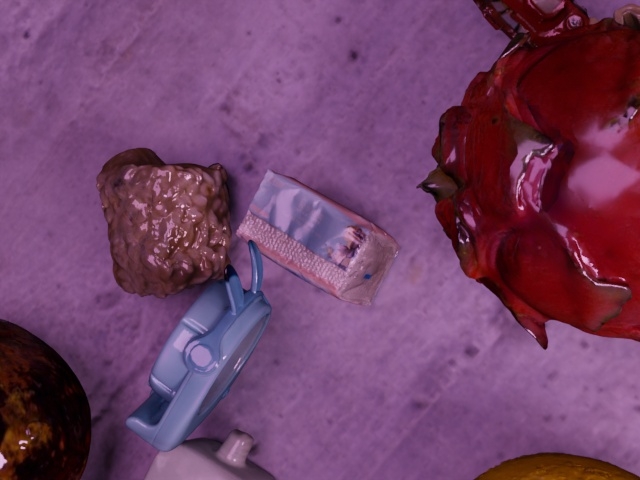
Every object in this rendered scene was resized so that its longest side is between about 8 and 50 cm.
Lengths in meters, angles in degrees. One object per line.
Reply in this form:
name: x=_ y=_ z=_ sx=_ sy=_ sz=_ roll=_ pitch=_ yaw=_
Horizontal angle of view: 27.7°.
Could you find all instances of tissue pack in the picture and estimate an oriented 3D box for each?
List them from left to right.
tissue pack: x=0.000 y=0.000 z=0.907 sx=0.094 sy=0.074 sz=0.059 roll=30 pitch=92 yaw=24

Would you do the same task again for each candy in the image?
candy: x=-0.114 y=-0.014 z=0.966 sx=0.095 sy=0.085 sz=0.110 roll=2 pitch=94 yaw=34

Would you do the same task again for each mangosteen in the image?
mangosteen: x=-0.267 y=0.163 z=0.959 sx=0.192 sy=0.192 sz=0.217 roll=24 pitch=116 yaw=27

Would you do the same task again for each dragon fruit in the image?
dragon fruit: x=0.189 y=-0.032 z=0.761 sx=0.274 sy=0.193 sz=0.192 roll=1 pitch=76 yaw=16

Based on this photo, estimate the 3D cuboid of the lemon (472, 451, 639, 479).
lemon: x=0.149 y=0.213 z=0.749 sx=0.206 sy=0.173 sz=0.173 roll=19 pitch=90 yaw=3

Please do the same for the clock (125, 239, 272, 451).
clock: x=-0.074 y=0.070 z=0.893 sx=0.045 sy=0.108 sz=0.147 roll=33 pitch=118 yaw=6

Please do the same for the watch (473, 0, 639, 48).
watch: x=0.211 y=-0.232 z=0.842 sx=0.165 sy=0.102 sz=0.268 roll=34 pitch=89 yaw=27

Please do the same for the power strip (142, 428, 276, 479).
power strip: x=-0.141 y=0.307 z=0.932 sx=0.091 sy=0.062 sz=0.385 roll=28 pitch=95 yaw=23
